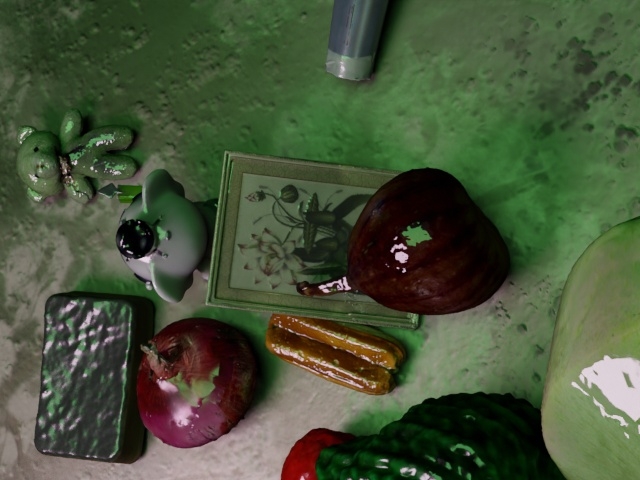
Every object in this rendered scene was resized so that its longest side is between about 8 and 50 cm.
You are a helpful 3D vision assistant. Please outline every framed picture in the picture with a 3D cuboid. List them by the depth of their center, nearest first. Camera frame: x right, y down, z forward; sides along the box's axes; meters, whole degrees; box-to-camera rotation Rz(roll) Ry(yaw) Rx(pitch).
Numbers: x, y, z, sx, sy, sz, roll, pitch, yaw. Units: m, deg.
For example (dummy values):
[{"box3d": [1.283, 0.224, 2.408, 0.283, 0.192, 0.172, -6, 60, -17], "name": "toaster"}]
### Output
[{"box3d": [0.000, 0.000, 1.405, 0.231, 0.010, 0.173, 6, 87, -7], "name": "framed picture"}]

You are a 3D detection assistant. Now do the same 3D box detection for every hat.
[{"box3d": [0.095, 0.248, 1.302, 0.332, 0.274, 0.242, 10, 77, 50], "name": "hat"}]

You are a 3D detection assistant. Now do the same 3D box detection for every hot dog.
[{"box3d": [0.012, 0.115, 1.428, 0.165, 0.045, 0.071, 20, 94, 22], "name": "hot dog"}]

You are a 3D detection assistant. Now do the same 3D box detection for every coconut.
[{"box3d": [0.345, 0.130, 1.145, 0.281, 0.328, 0.328, -31, 73, 37], "name": "coconut"}]

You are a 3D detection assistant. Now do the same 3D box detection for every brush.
[{"box3d": [-0.264, 0.158, 1.526, 0.123, 0.059, 0.197, 2, 86, 20], "name": "brush"}]

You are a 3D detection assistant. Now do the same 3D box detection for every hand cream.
[{"box3d": [0.051, -0.301, 1.414, 0.079, 0.048, 0.255, 13, 106, 5], "name": "hand cream"}]

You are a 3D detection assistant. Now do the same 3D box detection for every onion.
[{"box3d": [-0.151, 0.145, 1.440, 0.150, 0.140, 0.150, -9, 65, 19], "name": "onion"}]

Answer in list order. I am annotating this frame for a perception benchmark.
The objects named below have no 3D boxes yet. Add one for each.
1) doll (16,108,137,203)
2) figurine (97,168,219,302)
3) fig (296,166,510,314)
[{"box3d": [-0.293, -0.100, 1.561, 0.150, 0.077, 0.115, -9, 92, 9], "name": "doll"}, {"box3d": [-0.160, -0.003, 1.428, 0.126, 0.192, 0.147, -16, 83, 24], "name": "figurine"}, {"box3d": [0.092, 0.006, 1.332, 0.148, 0.202, 0.149, -130, 31, -49], "name": "fig"}]
